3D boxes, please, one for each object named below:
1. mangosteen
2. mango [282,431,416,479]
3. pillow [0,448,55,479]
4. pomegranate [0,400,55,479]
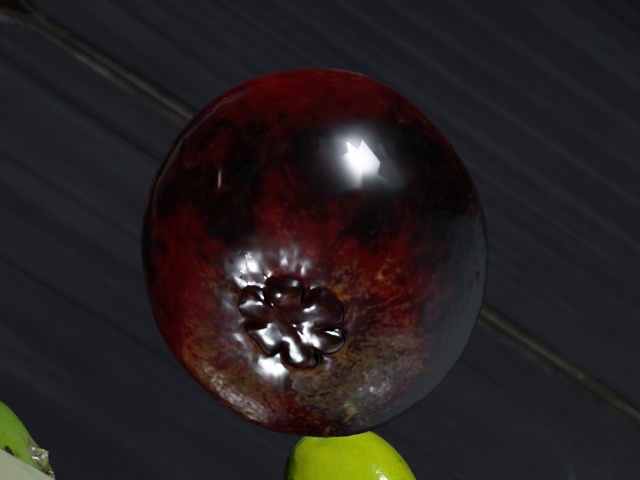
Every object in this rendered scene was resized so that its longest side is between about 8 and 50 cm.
[{"bbox_3d":[0.000,0.000,0.384,0.140,0.140,0.140,-56,5,8],"label":"mangosteen"},{"bbox_3d":[0.059,0.367,1.415,0.149,0.273,0.185,4,-50,-51],"label":"mango"},{"bbox_3d":[-0.354,0.244,1.025,0.053,0.208,0.119,-22,39,54],"label":"pillow"},{"bbox_3d":[-0.431,0.288,1.174,0.271,0.254,0.254,-14,-3,-11],"label":"pomegranate"}]
